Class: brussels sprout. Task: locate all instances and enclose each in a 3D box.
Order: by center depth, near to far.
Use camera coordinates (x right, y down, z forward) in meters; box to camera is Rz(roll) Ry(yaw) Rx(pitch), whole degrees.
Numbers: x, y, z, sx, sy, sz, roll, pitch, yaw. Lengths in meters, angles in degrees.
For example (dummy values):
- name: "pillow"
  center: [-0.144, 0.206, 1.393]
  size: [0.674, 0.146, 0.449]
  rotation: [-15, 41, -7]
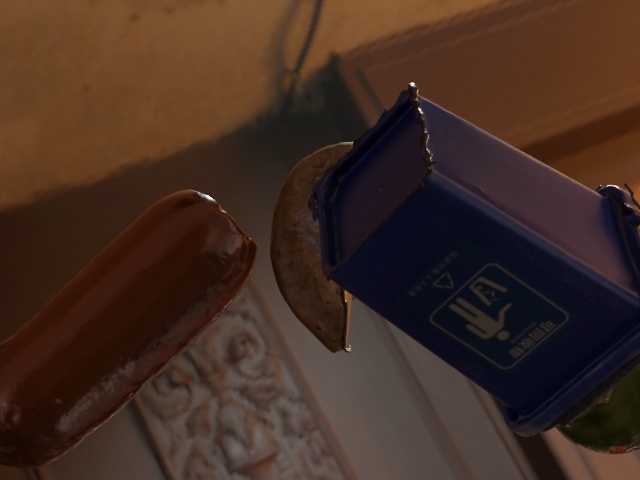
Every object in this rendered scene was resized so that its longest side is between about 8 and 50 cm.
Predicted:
- name: "brussels sprout"
  center: [0.242, 0.113, 1.163]
  size: [0.117, 0.155, 0.155]
  rotation: [-45, -10, -26]

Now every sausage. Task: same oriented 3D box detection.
- name: "sausage"
  center: [-0.120, 0.052, 0.785]
  size: [0.197, 0.076, 0.076]
  rotation: [-44, -14, -16]

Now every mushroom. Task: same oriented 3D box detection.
- name: "mushroom"
  center: [-0.001, 0.001, 1.327]
  size: [0.094, 0.209, 0.072]
  rotation: [7, -7, 21]

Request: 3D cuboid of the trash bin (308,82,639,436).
- name: "trash bin"
  center: [0.119, 0.005, 0.974]
  size: [0.235, 0.184, 0.162]
  rotation: [30, -60, -25]
